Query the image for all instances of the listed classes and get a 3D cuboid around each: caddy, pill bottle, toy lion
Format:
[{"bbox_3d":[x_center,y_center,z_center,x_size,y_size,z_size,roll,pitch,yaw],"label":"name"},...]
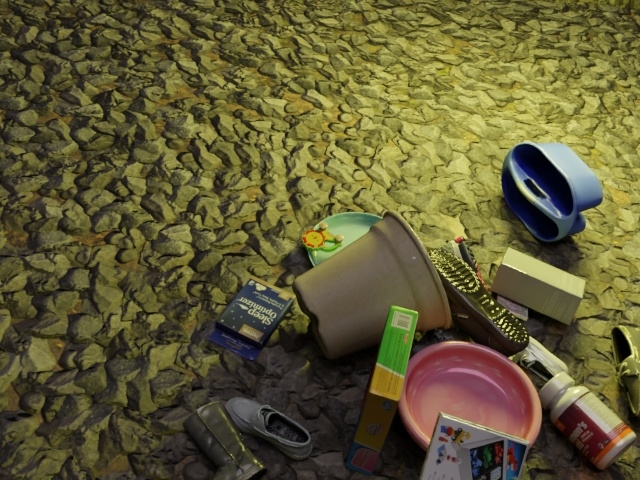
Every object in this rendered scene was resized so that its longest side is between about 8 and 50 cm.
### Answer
[{"bbox_3d":[0.692,-0.154,2.313,0.179,0.241,0.341,-8,47,-26],"label":"caddy"},{"bbox_3d":[0.634,0.430,1.810,0.121,0.121,0.221,-24,55,-30],"label":"pill bottle"},{"bbox_3d":[0.000,0.000,2.118,0.100,0.034,0.096,37,58,23],"label":"toy lion"}]

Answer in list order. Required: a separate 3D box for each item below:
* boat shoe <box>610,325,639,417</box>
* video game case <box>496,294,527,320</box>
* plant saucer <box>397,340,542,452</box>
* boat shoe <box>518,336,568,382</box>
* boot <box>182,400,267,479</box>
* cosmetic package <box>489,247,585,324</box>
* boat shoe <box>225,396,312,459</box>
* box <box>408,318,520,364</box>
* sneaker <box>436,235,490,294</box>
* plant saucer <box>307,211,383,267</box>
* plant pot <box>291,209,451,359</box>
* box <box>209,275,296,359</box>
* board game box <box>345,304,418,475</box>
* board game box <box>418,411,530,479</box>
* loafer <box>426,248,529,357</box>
[{"bbox_3d":[0.810,0.338,1.948,0.091,0.109,0.305,15,39,5],"label":"boat shoe"},{"bbox_3d":[0.535,0.172,2.097,0.087,0.011,0.122,19,31,4],"label":"video game case"},{"bbox_3d":[0.337,0.388,1.740,0.333,0.084,0.332,3,45,-3],"label":"plant saucer"},{"bbox_3d":[0.553,0.310,1.960,0.184,0.066,0.063,40,50,13],"label":"boat shoe"},{"bbox_3d":[-0.241,0.468,1.642,0.190,0.076,0.208,-25,58,-34],"label":"boot"},{"bbox_3d":[0.606,0.125,2.099,0.238,0.107,0.127,23,29,16],"label":"cosmetic package"},{"bbox_3d":[-0.116,0.412,1.712,0.228,0.081,0.079,27,47,16],"label":"boat shoe"},{"bbox_3d":[0.369,0.302,1.931,0.231,0.056,0.183,32,48,20],"label":"box"},{"bbox_3d":[0.402,0.138,2.074,0.112,0.121,0.299,-25,58,14],"label":"sneaker"},{"bbox_3d":[0.117,0.043,2.146,0.318,0.043,0.317,6,45,-6],"label":"plant saucer"},{"bbox_3d":[0.108,0.137,1.874,0.306,0.333,0.333,-25,53,-7],"label":"plant pot"},{"bbox_3d":[-0.174,0.197,1.946,0.137,0.036,0.225,24,48,13],"label":"box"},{"bbox_3d":[0.135,0.336,1.670,0.064,0.316,0.242,16,45,5],"label":"board game box"},{"bbox_3d":[0.298,0.534,1.567,0.193,0.053,0.305,18,86,6],"label":"board game box"},{"bbox_3d":[0.361,0.170,1.918,0.134,0.130,0.366,-8,49,-43],"label":"loafer"}]
